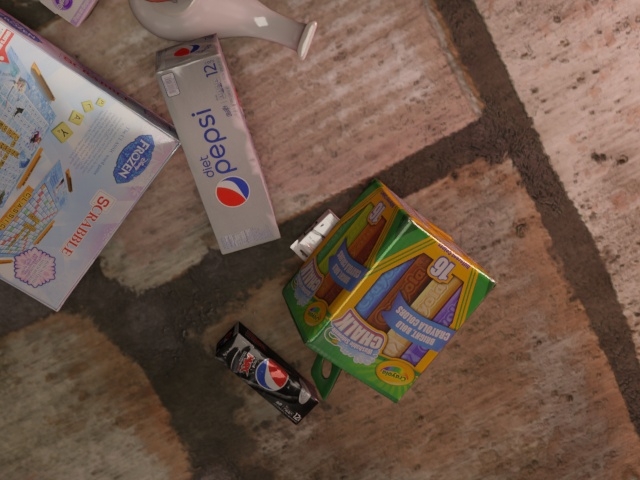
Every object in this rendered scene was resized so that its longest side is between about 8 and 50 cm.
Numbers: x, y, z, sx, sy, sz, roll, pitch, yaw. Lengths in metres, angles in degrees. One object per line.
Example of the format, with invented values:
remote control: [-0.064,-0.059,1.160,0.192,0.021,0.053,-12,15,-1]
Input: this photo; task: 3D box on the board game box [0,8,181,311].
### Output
board game box: [-0.411,-0.108,1.336,0.318,0.066,0.319,35,104,-20]

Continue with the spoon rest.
spoon rest: [-0.136,-0.321,1.338,0.276,0.084,0.137,23,101,4]

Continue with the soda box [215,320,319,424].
soda box: [-0.081,0.202,1.473,0.169,0.060,0.053,42,97,-12]

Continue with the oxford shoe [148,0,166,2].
oxford shoe: [-0.105,-0.460,1.254,0.397,0.140,0.146,-40,84,-14]

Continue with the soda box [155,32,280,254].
soda box: [-0.140,-0.130,1.334,0.091,0.098,0.286,-17,120,0]

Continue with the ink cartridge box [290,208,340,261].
ink cartridge box: [0.000,0.000,1.444,0.083,0.028,0.048,-44,104,7]

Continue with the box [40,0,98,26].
box: [-0.256,-0.431,1.266,0.063,0.067,0.324,35,112,-12]

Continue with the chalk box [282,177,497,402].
chalk box: [0.070,0.093,1.380,0.179,0.180,0.289,36,98,-25]
